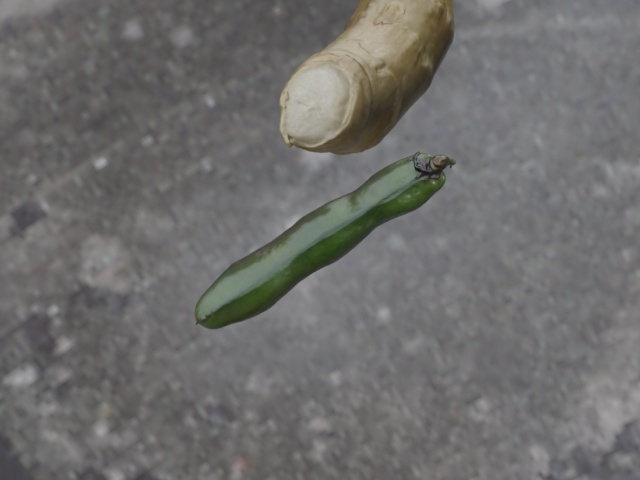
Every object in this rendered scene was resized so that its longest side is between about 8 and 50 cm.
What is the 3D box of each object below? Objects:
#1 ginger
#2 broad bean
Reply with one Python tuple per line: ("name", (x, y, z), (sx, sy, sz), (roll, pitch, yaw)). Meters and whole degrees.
("ginger", (0.032, -0.115, 1.286), (0.069, 0.095, 0.190), (7, 48, 37))
("broad bean", (0.001, -0.001, 1.511), (0.254, 0.046, 0.065), (-33, 7, 18))
